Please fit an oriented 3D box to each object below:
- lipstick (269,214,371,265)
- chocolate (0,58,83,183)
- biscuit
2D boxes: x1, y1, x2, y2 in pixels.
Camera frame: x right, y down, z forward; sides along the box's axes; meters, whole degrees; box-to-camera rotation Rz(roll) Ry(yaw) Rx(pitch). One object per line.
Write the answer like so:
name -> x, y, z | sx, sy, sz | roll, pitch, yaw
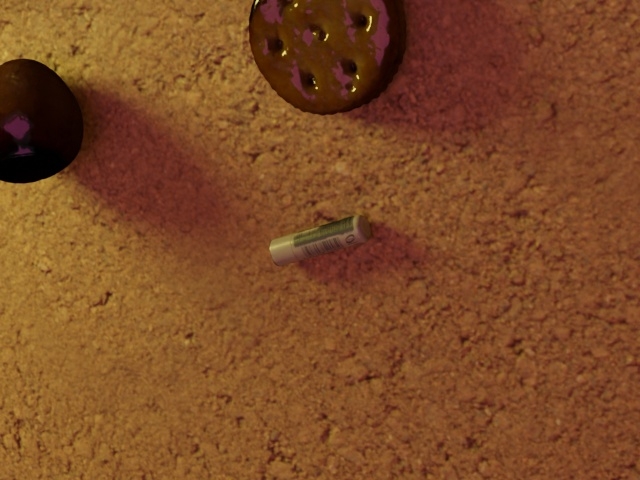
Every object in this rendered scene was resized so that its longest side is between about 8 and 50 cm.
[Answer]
lipstick -> 0.000, 0.000, 1.921 | 0.141, 0.040, 0.040 | -16, 98, 26
chocolate -> -0.410, -0.171, 1.993 | 0.176, 0.177, 0.177 | 6, 107, 21
biscuit -> 0.005, -0.268, 1.830 | 0.220, 0.066, 0.220 | 6, 106, 22
